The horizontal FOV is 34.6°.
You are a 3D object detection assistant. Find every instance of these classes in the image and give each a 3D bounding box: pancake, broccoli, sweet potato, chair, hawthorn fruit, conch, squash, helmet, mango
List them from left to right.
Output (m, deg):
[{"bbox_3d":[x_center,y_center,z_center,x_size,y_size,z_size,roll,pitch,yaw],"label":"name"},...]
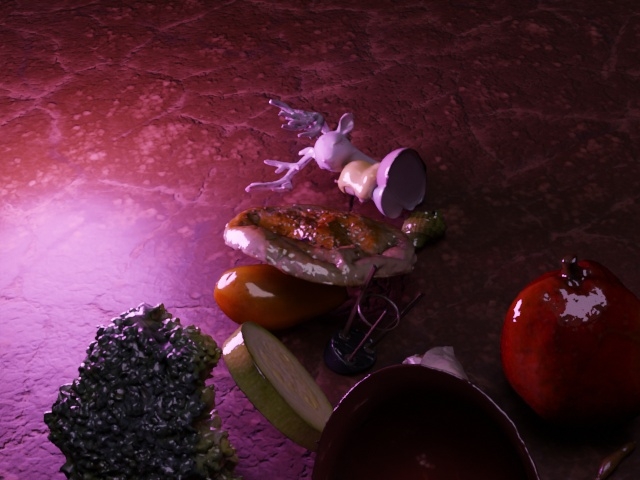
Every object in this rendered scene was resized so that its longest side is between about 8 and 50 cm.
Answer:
[{"bbox_3d":[-0.271,0.278,1.654,0.293,0.281,0.348,-10,75,22],"label":"broccoli"},{"bbox_3d":[-0.073,0.106,1.933,0.253,0.113,0.138,0,38,-8],"label":"mango"},{"bbox_3d":[-0.061,0.243,1.703,0.049,0.252,0.252,-42,47,8],"label":"squash"},{"bbox_3d":[0.000,0.000,1.971,0.386,0.082,0.387,6,18,-2],"label":"pancake"},{"bbox_3d":[0.092,0.152,1.825,0.095,0.221,0.104,12,46,-23],"label":"chair"},{"bbox_3d":[0.209,-0.024,2.112,0.121,0.074,0.089,-47,24,-18],"label":"conch"},{"bbox_3d":[0.174,0.385,1.495,0.337,0.230,0.385,-23,68,16],"label":"helmet"},{"bbox_3d":[0.423,0.158,1.710,0.265,0.307,0.265,-15,28,8],"label":"hawthorn fruit"},{"bbox_3d":[0.487,0.359,1.691,0.115,0.026,0.026,-33,50,-28],"label":"sweet potato"}]

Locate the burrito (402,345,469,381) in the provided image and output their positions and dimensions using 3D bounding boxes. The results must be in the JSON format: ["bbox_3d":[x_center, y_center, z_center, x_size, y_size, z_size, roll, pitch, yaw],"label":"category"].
[{"bbox_3d":[0.234,0.319,1.712,0.117,0.076,0.392,-16,41,-6],"label":"burrito"}]

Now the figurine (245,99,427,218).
[{"bbox_3d":[0.033,-0.174,2.149,0.315,0.207,0.284,22,21,32],"label":"figurine"}]
